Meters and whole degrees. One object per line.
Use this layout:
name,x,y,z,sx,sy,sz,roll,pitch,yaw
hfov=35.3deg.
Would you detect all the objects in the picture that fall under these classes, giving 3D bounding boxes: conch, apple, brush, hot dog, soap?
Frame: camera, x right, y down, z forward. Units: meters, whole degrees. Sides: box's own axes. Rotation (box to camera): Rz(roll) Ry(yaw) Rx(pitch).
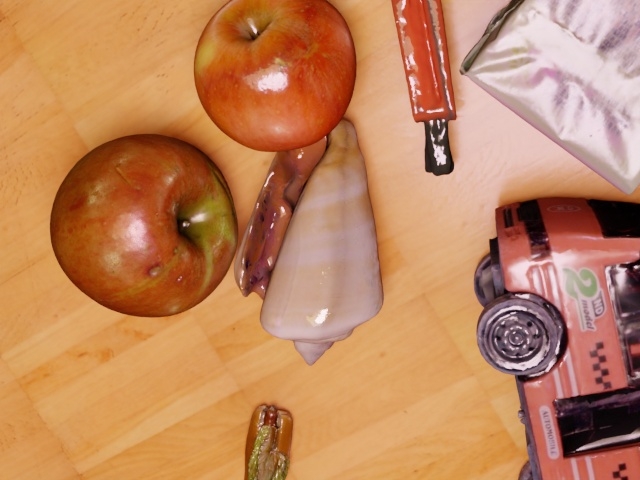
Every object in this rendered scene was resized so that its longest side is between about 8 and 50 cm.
conch,0.007,0.004,1.059,0.158,0.127,0.255,12,84,39
apple,-0.043,-0.167,0.995,0.163,0.163,0.139,-13,142,16
brush,0.098,-0.223,0.990,0.051,0.070,0.323,-10,101,11
hot dog,-0.062,0.251,1.161,0.056,0.041,0.133,12,106,10
soap,0.262,-0.178,0.927,0.199,0.138,0.182,37,110,1
apple,-0.186,-0.014,1.046,0.196,0.196,0.196,3,105,12

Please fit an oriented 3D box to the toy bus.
toy bus,0.291,0.167,0.980,0.233,0.203,0.427,-11,102,11
